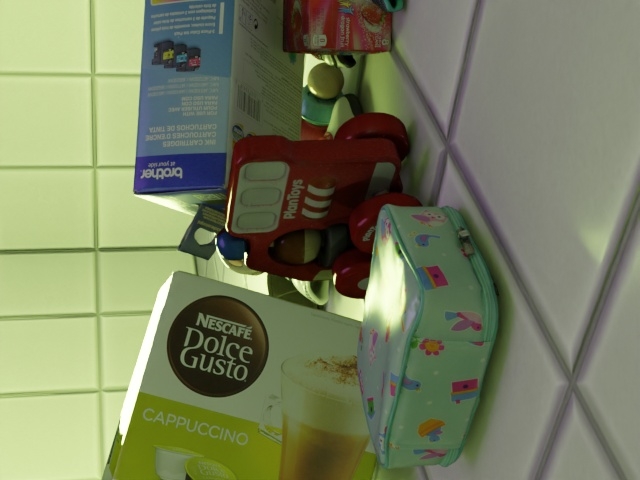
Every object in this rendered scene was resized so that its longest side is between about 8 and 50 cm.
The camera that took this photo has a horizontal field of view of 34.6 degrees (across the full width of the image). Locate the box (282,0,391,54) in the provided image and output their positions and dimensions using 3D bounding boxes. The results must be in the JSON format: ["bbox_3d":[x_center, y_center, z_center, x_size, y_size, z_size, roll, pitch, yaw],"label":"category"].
[{"bbox_3d":[0.023,-0.395,1.464,0.123,0.128,0.256,-159,68,-68],"label":"box"}]

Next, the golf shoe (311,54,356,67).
[{"bbox_3d":[0.045,-0.357,1.583,0.086,0.067,0.186,31,121,35],"label":"golf shoe"}]

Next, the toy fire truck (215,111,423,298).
[{"bbox_3d":[-0.010,-0.039,1.383,0.302,0.254,0.169,108,157,-56],"label":"toy fire truck"}]

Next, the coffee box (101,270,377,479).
[{"bbox_3d":[-0.112,0.255,1.508,0.338,0.338,0.334,147,139,-76],"label":"coffee box"}]

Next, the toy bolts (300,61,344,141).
[{"bbox_3d":[-0.071,-0.227,1.674,0.158,0.229,0.218,102,-177,-46],"label":"toy bolts"}]

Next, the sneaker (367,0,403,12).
[{"bbox_3d":[0.099,-0.373,1.349,0.076,0.065,0.166,57,153,37],"label":"sneaker"}]

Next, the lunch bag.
[{"bbox_3d":[0.115,0.101,1.177,0.224,0.108,0.279,-101,17,-56],"label":"lunch bag"}]

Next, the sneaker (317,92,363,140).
[{"bbox_3d":[-0.008,-0.097,1.619,0.090,0.145,0.270,-142,52,-74],"label":"sneaker"}]

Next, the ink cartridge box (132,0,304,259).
[{"bbox_3d":[-0.139,-0.175,1.491,0.270,0.151,0.395,24,-115,-68],"label":"ink cartridge box"}]

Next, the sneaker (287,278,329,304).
[{"bbox_3d":[0.000,0.000,1.780,0.095,0.090,0.235,50,144,43],"label":"sneaker"}]

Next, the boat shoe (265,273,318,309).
[{"bbox_3d":[-0.055,0.123,1.929,0.104,0.111,0.307,173,96,-77],"label":"boat shoe"}]

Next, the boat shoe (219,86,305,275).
[{"bbox_3d":[-0.079,-0.105,1.840,0.355,0.132,0.130,-66,-15,-5],"label":"boat shoe"}]
